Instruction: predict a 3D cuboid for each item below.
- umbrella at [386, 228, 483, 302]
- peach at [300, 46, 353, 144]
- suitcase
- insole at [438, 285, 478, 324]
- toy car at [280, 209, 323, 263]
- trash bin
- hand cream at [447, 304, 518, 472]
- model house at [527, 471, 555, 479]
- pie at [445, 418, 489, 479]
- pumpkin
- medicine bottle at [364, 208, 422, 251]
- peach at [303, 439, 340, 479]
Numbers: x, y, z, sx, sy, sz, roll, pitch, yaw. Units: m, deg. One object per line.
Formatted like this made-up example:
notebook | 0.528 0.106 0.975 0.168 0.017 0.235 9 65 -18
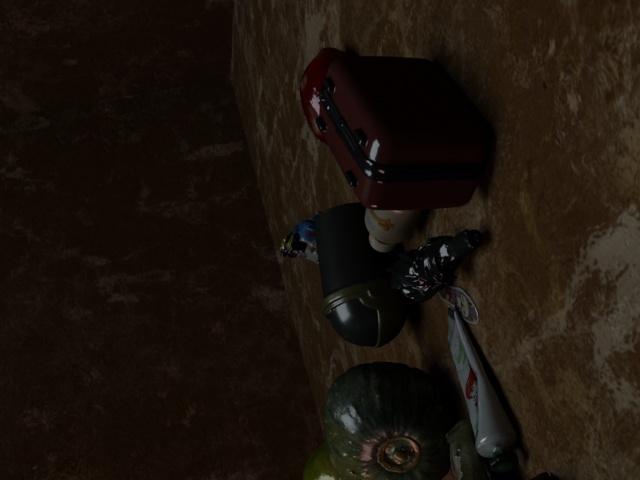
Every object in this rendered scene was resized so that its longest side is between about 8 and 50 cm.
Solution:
umbrella | 0.224 0.037 1.528 0.340 0.118 0.118 131 126 -68
peach | 0.033 -0.355 1.916 0.154 0.158 0.268 139 120 -70
suitcase | 0.136 -0.189 1.378 0.297 0.236 0.161 -115 28 -47
insole | 0.270 0.116 1.592 0.197 0.004 0.065 -134 34 -69
toy car | 0.000 0.000 2.366 0.314 0.198 0.166 172 119 -82
trash bin | 0.094 0.092 1.904 0.214 0.214 0.334 109 151 -68
hand cream | 0.295 0.280 1.524 0.336 0.076 0.121 -104 9 -45
model house | 0.307 0.552 1.192 0.282 0.317 0.297 -168 54 -81
pie | 0.306 0.509 1.548 0.337 0.075 0.338 -15 -90 -86
pumpkin | 0.150 0.431 1.785 0.257 0.291 0.328 -75 -11 -74
medicine bottle | 0.153 -0.055 1.710 0.252 0.114 0.114 101 155 -64
peach | 0.099 0.707 2.324 0.316 0.281 0.314 66 159 19
